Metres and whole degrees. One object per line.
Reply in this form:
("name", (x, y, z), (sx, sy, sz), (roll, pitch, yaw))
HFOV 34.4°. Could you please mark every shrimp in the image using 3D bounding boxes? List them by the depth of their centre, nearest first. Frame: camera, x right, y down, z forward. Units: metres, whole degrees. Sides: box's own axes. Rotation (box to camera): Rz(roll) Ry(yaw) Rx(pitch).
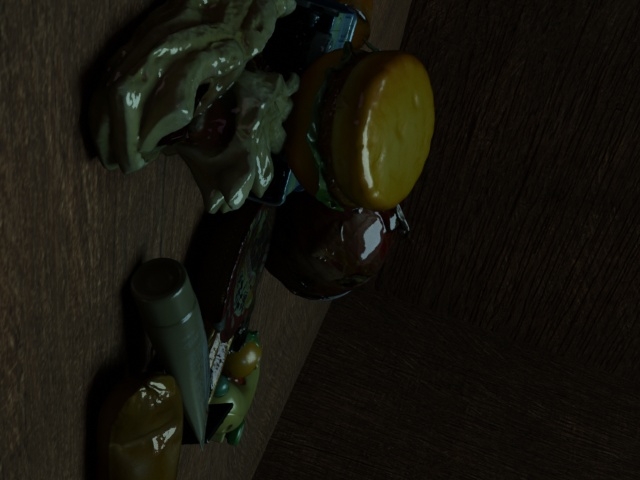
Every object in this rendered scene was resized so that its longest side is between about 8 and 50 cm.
("shrimp", (-0.160, 0.114, 2.052), (0.152, 0.046, 0.219), (80, 16, -50))

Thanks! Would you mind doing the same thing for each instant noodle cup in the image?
("instant noodle cup", (-0.162, 0.037, 1.797), (0.274, 0.090, 0.274), (19, 90, -83))

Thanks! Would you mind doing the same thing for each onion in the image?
("onion", (0.021, -0.051, 2.015), (0.353, 0.353, 0.354), (19, 90, -83))

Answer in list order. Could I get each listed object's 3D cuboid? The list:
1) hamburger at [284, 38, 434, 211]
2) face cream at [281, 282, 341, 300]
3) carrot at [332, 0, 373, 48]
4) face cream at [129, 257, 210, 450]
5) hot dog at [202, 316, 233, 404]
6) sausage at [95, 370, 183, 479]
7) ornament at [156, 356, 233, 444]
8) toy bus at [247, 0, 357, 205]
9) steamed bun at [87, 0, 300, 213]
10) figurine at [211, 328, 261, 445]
("hamburger", (0.041, -0.160, 1.435), (0.246, 0.170, 0.246), (-25, 121, -51))
("face cream", (0.000, 0.000, 2.338), (0.225, 0.249, 0.249), (103, 7, -75))
("carrot", (0.023, -0.453, 1.791), (0.159, 0.159, 0.225), (91, 9, -69))
("face cream", (-0.203, 0.166, 1.541), (0.341, 0.084, 0.137), (80, 7, -47))
("hot dog", (-0.228, 0.244, 1.945), (0.100, 0.068, 0.250), (65, 41, -65))
("sausage", (-0.272, 0.302, 1.545), (0.134, 0.116, 0.354), (-13, 138, -26))
("ornament", (-0.248, 0.221, 1.729), (0.166, 0.153, 0.196), (-51, 135, -73))
("toy bus", (-0.065, -0.226, 1.594), (0.190, 0.152, 0.312), (-45, 153, -74))
("steamed bun", (-0.118, -0.173, 1.241), (0.428, 0.189, 0.247), (-63, 177, -53))
("figurine", (-0.191, 0.281, 2.151), (0.324, 0.124, 0.222), (-62, 166, -69))
